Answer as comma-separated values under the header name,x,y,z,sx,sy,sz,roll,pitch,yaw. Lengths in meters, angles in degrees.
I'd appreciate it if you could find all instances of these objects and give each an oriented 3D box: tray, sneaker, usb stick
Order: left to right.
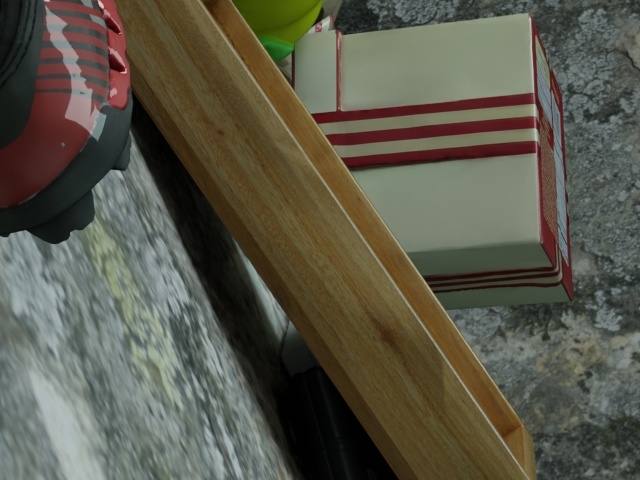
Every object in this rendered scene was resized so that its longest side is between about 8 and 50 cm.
name,x,y,z,sx,sy,sz,roll,pitch,yaw
sneaker,-0.148,-0.125,0.566,0.276,0.097,0.135,67,6,27
tray,0.000,0.000,1.101,0.411,0.076,0.203,55,7,2
usb stick,0.034,0.194,1.044,0.077,0.045,0.278,36,24,-39

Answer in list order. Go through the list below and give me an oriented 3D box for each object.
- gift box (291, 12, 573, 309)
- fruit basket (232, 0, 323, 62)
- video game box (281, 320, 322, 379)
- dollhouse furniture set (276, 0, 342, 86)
name,x,y,z,sx,sy,sz,roll,pitch,yaw
gift box,0.095,-0.076,1.546,0.255,0.258,0.276,53,34,-64
fruit basket,-0.089,-0.310,1.330,0.392,0.283,0.392,-174,-90,-66
video game box,0.032,0.135,1.266,0.205,0.048,0.187,-77,144,-79
dollhouse furniture set,-0.093,-0.225,1.599,0.182,0.101,0.161,38,-46,16
